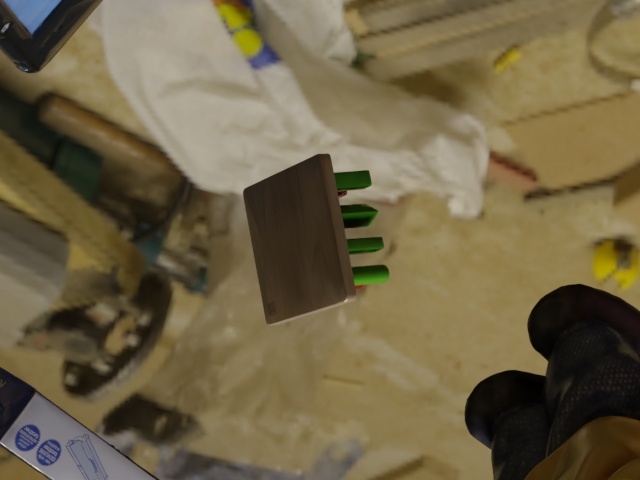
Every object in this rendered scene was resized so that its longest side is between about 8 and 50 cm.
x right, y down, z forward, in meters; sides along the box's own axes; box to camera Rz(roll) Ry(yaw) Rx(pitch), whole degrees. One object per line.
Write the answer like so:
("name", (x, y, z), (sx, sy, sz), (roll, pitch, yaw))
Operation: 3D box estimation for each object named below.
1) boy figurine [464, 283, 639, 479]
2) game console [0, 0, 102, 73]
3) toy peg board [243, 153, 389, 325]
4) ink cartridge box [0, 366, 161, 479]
("boy figurine", (0.115, 0.123, 0.543), (0.092, 0.285, 0.177), (27, 114, -12))
("game console", (-0.235, -0.343, 1.476), (0.060, 0.342, 0.386), (35, 175, 5))
("toy peg board", (0.000, 0.000, 1.593), (0.079, 0.161, 0.160), (-4, 170, -35))
("ink cartridge box", (-0.173, 0.162, 1.043), (0.097, 0.046, 0.207), (19, 160, 48))
